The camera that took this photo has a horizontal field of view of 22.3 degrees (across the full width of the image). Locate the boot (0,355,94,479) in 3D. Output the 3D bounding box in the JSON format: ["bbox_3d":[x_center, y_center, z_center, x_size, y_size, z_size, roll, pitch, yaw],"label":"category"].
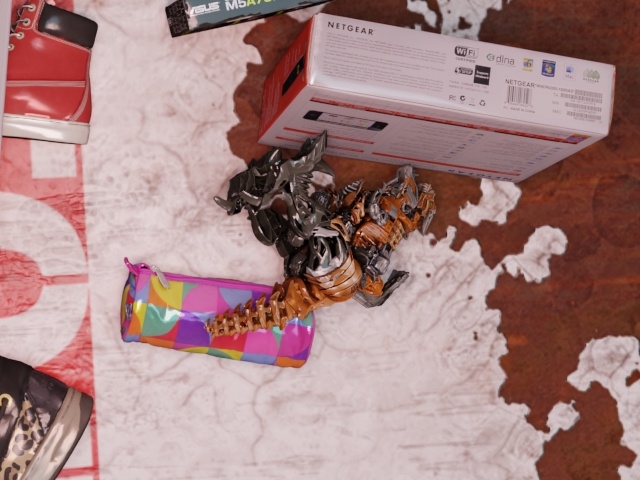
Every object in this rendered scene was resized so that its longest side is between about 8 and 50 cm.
[{"bbox_3d":[-0.468,0.260,1.821,0.284,0.138,0.377,37,82,-11],"label":"boot"}]

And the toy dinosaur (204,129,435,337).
[{"bbox_3d":[0.000,0.000,1.857,0.218,0.164,0.322,58,41,-12],"label":"toy dinosaur"}]

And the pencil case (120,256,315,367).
[{"bbox_3d":[-0.123,0.088,1.900,0.236,0.104,0.104,10,90,-14],"label":"pencil case"}]

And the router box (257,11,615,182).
[{"bbox_3d":[0.118,-0.152,1.830,0.335,0.301,0.082,8,80,-12],"label":"router box"}]

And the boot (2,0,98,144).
[{"bbox_3d":[-0.379,-0.207,1.848,0.244,0.088,0.176,4,91,-19],"label":"boot"}]

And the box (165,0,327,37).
[{"bbox_3d":[-0.077,-0.273,1.848,0.184,0.191,0.045,-12,97,-9],"label":"box"}]

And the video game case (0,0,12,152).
[{"bbox_3d":[-0.487,-0.130,1.728,0.300,0.036,0.329,4,92,-29],"label":"video game case"}]
